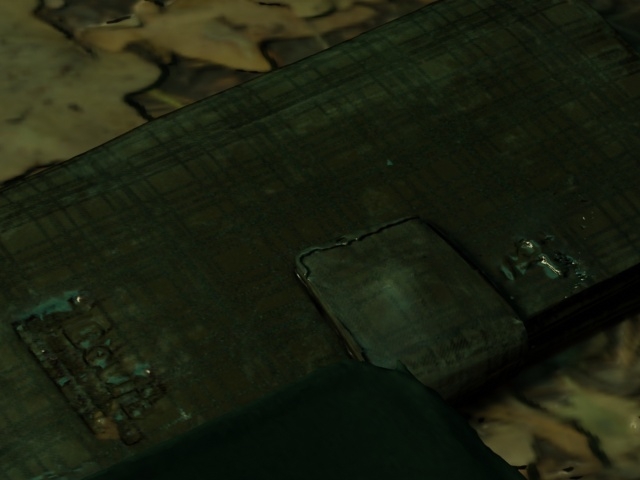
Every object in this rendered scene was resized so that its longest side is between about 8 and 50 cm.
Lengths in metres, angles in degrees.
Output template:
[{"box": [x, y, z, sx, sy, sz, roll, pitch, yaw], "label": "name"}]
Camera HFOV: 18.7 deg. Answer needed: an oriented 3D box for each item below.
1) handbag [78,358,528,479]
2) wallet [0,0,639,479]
[{"box": [0.017, 0.144, 0.405, 0.238, 0.089, 0.326, 38, 19, 16], "label": "handbag"}, {"box": [0.000, -0.001, 0.706, 0.317, 0.044, 0.169, -24, 52, -25], "label": "wallet"}]
